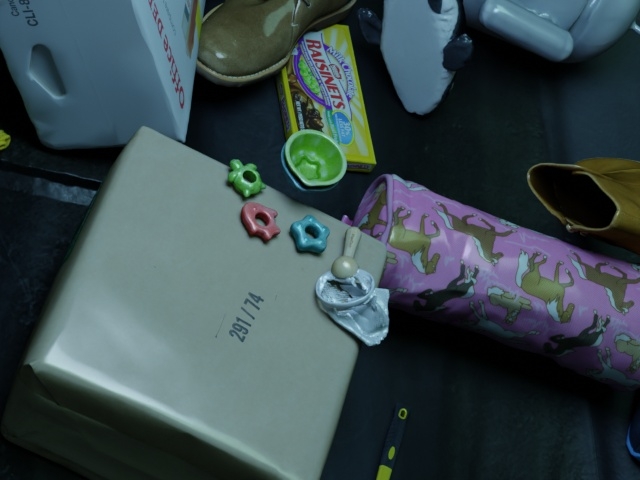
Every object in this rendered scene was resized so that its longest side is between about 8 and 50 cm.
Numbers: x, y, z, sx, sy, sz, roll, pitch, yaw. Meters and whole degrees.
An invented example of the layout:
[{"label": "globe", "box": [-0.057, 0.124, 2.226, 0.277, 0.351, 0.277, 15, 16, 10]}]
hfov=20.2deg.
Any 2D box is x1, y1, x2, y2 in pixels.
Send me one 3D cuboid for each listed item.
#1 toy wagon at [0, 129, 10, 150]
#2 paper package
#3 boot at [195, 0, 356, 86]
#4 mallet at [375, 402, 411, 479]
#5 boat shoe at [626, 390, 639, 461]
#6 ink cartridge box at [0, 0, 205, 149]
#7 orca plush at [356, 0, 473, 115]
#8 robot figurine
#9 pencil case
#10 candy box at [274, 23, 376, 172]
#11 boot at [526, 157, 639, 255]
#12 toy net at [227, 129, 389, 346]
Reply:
[{"label": "toy wagon", "box": [-0.455, -0.224, 1.908, 0.344, 0.068, 0.267, 45, 50, 7]}, {"label": "paper package", "box": [-0.124, 0.099, 1.800, 0.309, 0.168, 0.325, 27, 51, -9]}, {"label": "boot", "box": [-0.047, -0.282, 2.093, 0.112, 0.115, 0.305, 40, 47, 9]}, {"label": "mallet", "box": [0.058, 0.243, 1.888, 0.062, 0.039, 0.190, 21, 47, -11]}, {"label": "boat shoe", "box": [0.434, 0.156, 2.100, 0.109, 0.089, 0.258, 25, 51, -11]}, {"label": "ink cartridge box", "box": [-0.227, -0.327, 1.939, 0.160, 0.279, 0.385, -2, 55, 10]}, {"label": "orca plush", "box": [0.122, -0.296, 2.142, 0.102, 0.151, 0.287, -46, 124, -41]}, {"label": "robot figurine", "box": [0.264, -0.350, 2.279, 0.353, 0.200, 0.300, 21, 49, -14]}, {"label": "pencil case", "box": [0.207, 0.047, 2.005, 0.386, 0.167, 0.160, 18, 50, -15]}, {"label": "candy box", "box": [0.000, -0.175, 2.138, 0.105, 0.027, 0.206, 5, 57, -26]}, {"label": "boot", "box": [0.310, -0.056, 2.062, 0.211, 0.104, 0.295, 17, 8, -35]}, {"label": "toy net", "box": [0.000, 0.000, 1.791, 0.122, 0.045, 0.232, -13, 66, -34]}]
